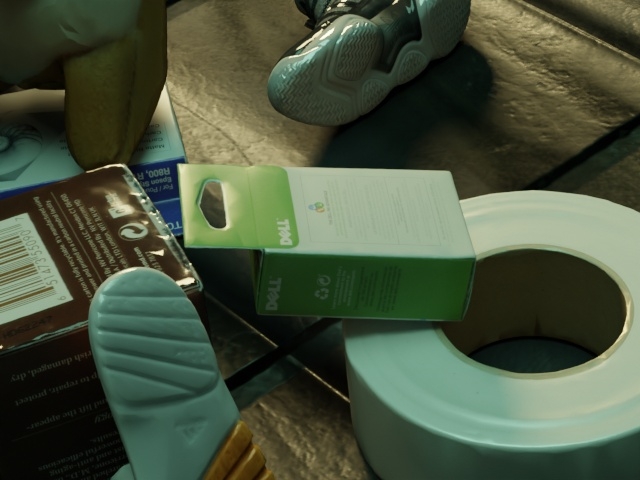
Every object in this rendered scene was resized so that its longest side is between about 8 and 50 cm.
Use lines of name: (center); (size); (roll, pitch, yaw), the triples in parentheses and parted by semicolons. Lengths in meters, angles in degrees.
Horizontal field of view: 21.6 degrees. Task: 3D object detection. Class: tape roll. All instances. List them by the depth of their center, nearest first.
tape roll: (0.160, 0.086, 1.261); (0.286, 0.100, 0.286); (-3, 39, 3)

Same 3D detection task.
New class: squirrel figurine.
squirrel figurine: (-0.331, -0.262, 1.565); (0.370, 0.281, 0.397); (-4, 46, 30)

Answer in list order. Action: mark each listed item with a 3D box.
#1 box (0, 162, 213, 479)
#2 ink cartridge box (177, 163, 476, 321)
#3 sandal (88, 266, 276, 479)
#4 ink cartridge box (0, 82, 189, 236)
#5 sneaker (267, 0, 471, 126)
box: (-0.178, 0.085, 1.224); (0.167, 0.203, 0.168); (-20, 42, -16)
ink cartridge box: (0.000, 0.000, 1.228); (0.209, 0.062, 0.109); (2, 37, -9)
sandal: (-0.098, 0.139, 1.138); (0.102, 0.265, 0.076); (-22, 14, -27)
ink cartridge box: (-0.235, -0.069, 1.540); (0.223, 0.045, 0.224); (-12, 40, -7)
sneaker: (0.014, -0.202, 1.631); (0.153, 0.101, 0.269); (27, 44, 34)
